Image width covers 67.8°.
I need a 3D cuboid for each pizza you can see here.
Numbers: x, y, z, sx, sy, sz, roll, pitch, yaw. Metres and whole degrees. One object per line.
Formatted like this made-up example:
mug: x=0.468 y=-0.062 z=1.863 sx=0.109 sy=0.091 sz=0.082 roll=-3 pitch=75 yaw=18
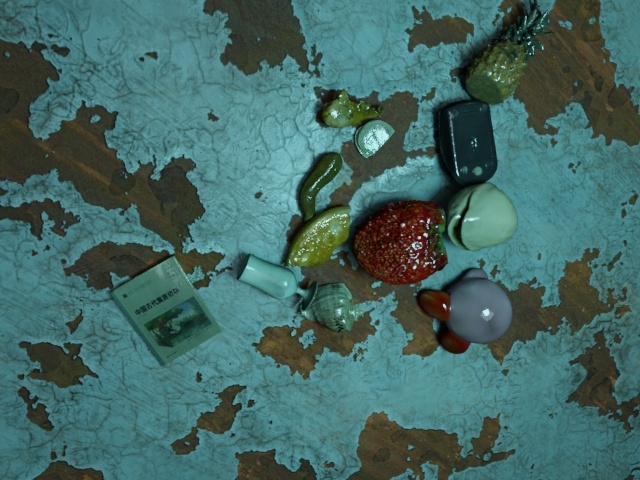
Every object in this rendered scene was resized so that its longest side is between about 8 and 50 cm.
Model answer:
pizza: x=-0.001 y=-0.006 z=1.468 sx=0.134 sy=0.056 sz=0.271 roll=35 pitch=96 yaw=-29

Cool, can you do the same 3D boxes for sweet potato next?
sweet potato: x=-0.009 y=-0.168 z=1.440 sx=0.081 sy=0.062 sz=0.233 roll=27 pitch=96 yaw=-22

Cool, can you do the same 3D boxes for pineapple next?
pineapple: x=0.595 y=-0.594 z=1.484 sx=0.169 sy=0.169 sz=0.340 roll=37 pitch=82 yaw=-19

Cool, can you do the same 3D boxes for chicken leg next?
chicken leg: x=0.096 y=-0.392 z=1.417 sx=0.207 sy=0.085 sz=0.101 roll=-10 pitch=92 yaw=-22

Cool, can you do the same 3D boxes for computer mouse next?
computer mouse: x=0.463 y=-0.309 z=1.519 sx=0.170 sy=0.100 sz=0.269 roll=-12 pitch=99 yaw=-16

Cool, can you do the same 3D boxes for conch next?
conch: x=0.035 y=0.214 z=1.522 sx=0.207 sy=0.130 sz=0.155 roll=3 pitch=66 yaw=6

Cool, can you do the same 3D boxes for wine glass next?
wine glass: x=-0.131 y=0.124 z=1.442 sx=0.231 sy=0.103 sz=0.103 roll=25 pitch=93 yaw=-14

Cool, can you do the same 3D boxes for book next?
book: x=-0.451 y=0.212 z=1.411 sx=0.215 sy=0.025 sz=0.283 roll=-31 pitch=109 yaw=-6

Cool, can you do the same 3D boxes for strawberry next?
strawberry: x=0.239 y=0.000 z=1.456 sx=0.288 sy=0.250 sz=0.238 roll=-2 pitch=109 yaw=11

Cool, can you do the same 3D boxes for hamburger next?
hamburger: x=0.155 y=-0.320 z=1.459 sx=0.084 sy=0.054 sz=0.121 roll=39 pitch=96 yaw=-20

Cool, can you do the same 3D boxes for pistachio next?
pistachio: x=0.497 y=-0.071 z=1.492 sx=0.332 sy=0.208 sz=0.226 roll=1 pitch=114 yaw=-55

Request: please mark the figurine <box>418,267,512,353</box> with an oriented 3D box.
figurine: x=0.512 y=0.245 z=1.584 sx=0.261 sy=0.211 sz=0.270 roll=-30 pitch=108 yaw=-8
